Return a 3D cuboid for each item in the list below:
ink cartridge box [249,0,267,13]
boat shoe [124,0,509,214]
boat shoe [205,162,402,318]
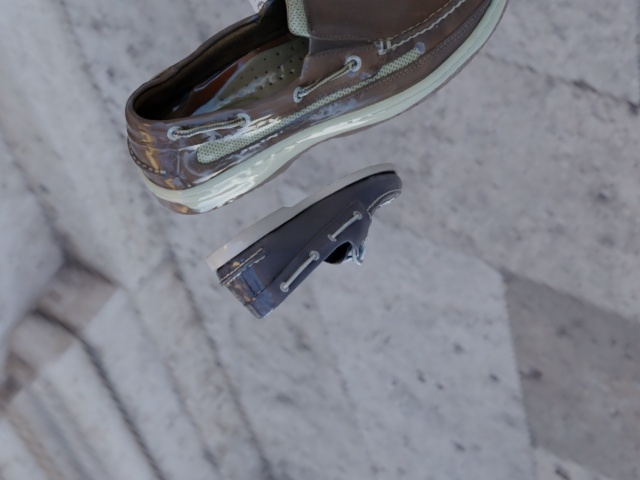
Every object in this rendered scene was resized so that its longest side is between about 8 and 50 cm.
[{"bbox_3d":[0.005,-0.200,1.354,0.209,0.062,0.109,-34,77,34],"label":"ink cartridge box"},{"bbox_3d":[0.000,-0.114,0.908,0.095,0.257,0.095,48,170,36],"label":"boat shoe"},{"bbox_3d":[0.000,0.000,1.161,0.075,0.206,0.065,-37,84,44],"label":"boat shoe"}]
